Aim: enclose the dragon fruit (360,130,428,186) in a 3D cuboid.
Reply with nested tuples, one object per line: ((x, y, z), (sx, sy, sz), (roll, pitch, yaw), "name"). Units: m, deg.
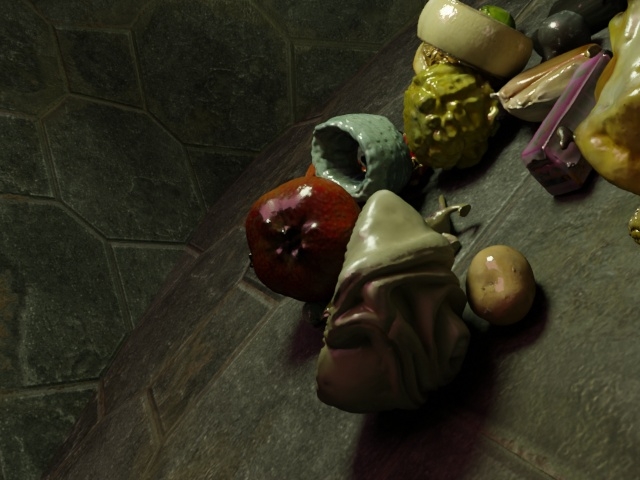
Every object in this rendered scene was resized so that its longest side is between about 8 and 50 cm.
((0.198, -0.204, 1.727), (0.166, 0.160, 0.172), (-8, 3, -29), "dragon fruit")

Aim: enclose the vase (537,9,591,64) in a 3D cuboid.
((0.533, -0.424, 1.513), (0.183, 0.120, 0.120), (-62, 17, 5), "vase")

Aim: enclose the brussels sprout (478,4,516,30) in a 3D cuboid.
((0.505, -0.600, 1.937), (0.149, 0.122, 0.152), (-68, -9, -64), "brussels sprout")

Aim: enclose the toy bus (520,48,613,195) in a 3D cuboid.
((0.471, -0.213, 1.180), (0.274, 0.112, 0.090), (-53, 11, -19), "toy bus")

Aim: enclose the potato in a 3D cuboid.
((0.279, 0.065, 1.023), (0.112, 0.112, 0.147), (-38, 25, 26), "potato")

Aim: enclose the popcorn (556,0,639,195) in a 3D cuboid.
((0.504, -0.226, 0.920), (0.297, 0.280, 0.316), (-77, 0, -56), "popcorn")

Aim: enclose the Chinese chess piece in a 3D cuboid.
((0.354, -0.466, 1.532), (0.270, 0.269, 0.112), (-91, 25, -66), "Chinese chess piece")

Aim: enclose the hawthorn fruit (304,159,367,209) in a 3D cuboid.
((0.031, -0.105, 1.846), (0.299, 0.211, 0.211), (-56, 8, 38), "hawthorn fruit")

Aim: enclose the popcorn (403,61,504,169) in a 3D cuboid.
((0.302, -0.286, 1.536), (0.225, 0.249, 0.249), (-12, 20, -2), "popcorn")

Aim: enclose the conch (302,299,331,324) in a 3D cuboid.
((-0.007, 0.159, 1.576), (0.076, 0.057, 0.085), (-23, 27, 25), "conch")

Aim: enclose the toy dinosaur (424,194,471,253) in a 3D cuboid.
((0.237, -0.044, 1.393), (0.251, 0.072, 0.199), (-40, 25, -25), "toy dinosaur")

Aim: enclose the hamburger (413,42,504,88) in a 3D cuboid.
((0.384, -0.481, 1.793), (0.163, 0.244, 0.244), (-53, 10, 39), "hamburger")

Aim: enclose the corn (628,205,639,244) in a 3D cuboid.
((0.466, 0.003, 0.748), (0.097, 0.097, 0.320), (-46, 15, 1), "corn")

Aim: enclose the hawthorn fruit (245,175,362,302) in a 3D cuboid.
((0.000, 0.000, 1.550), (0.284, 0.285, 0.369), (-40, -24, 22), "hawthorn fruit")

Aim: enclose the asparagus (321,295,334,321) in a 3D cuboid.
((0.109, 0.082, 1.429), (0.287, 0.080, 0.080), (-40, 14, -20), "asparagus")

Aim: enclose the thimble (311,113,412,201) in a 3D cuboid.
((0.090, -0.202, 1.612), (0.171, 0.250, 0.205), (-14, -36, -42), "thimble")

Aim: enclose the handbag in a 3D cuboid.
((0.642, -0.576, 1.620), (0.246, 0.080, 0.223), (-23, 29, 52), "handbag")

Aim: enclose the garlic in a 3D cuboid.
((0.486, -0.320, 1.391), (0.228, 0.110, 0.217), (-17, 21, 38), "garlic")

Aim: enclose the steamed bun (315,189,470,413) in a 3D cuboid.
((0.130, 0.116, 1.051), (0.324, 0.219, 0.310), (-61, -16, -50), "steamed bun")
